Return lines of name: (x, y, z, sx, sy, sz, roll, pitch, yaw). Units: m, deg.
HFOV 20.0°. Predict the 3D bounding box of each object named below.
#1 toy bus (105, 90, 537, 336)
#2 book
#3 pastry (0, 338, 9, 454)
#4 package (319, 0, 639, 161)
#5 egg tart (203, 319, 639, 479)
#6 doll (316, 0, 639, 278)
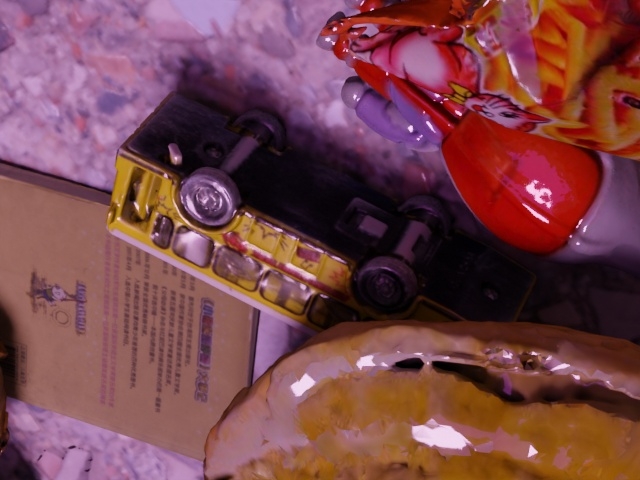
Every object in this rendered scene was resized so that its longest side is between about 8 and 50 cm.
toy bus: (0.000, 0.000, 0.974, 0.226, 0.081, 0.074, 25, 130, 5)
book: (-0.130, 0.047, 1.096, 0.192, 0.013, 0.168, 17, 124, 15)
pastry: (-0.258, 0.085, 1.123, 0.153, 0.081, 0.153, 14, 113, 37)
package: (0.168, -0.104, 0.770, 0.288, 0.108, 0.223, 13, 153, -16)
egg tart: (0.092, 0.178, 0.953, 0.345, 0.132, 0.345, 11, 143, 8)
doll: (0.097, -0.046, 0.901, 0.227, 0.075, 0.102, 37, 133, 3)
